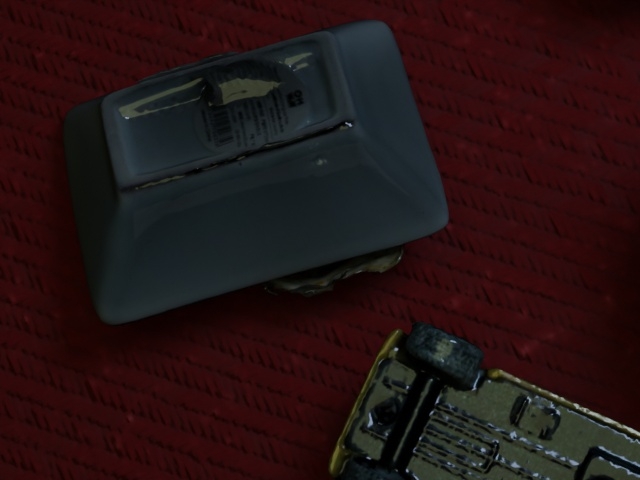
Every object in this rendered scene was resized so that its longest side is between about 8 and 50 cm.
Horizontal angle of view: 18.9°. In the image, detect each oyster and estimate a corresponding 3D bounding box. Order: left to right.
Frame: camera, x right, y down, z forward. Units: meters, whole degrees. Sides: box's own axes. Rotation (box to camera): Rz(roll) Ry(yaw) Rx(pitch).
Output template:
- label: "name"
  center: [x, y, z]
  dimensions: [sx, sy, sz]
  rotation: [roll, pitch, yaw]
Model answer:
- label: "oyster"
  center: [-0.007, -0.002, 1.292]
  dimensions: [0.148, 0.051, 0.103]
  rotation: [0, 56, 10]

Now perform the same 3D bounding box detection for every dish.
- label: "dish"
  center: [-0.054, -0.064, 1.264]
  dimensions: [0.243, 0.080, 0.182]
  rotation: [-16, 56, 2]

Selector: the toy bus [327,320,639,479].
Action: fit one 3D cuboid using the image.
- label: "toy bus"
  center: [0.177, 0.170, 1.208]
  dimensions: [0.335, 0.123, 0.121]
  rotation: [24, 84, 9]
